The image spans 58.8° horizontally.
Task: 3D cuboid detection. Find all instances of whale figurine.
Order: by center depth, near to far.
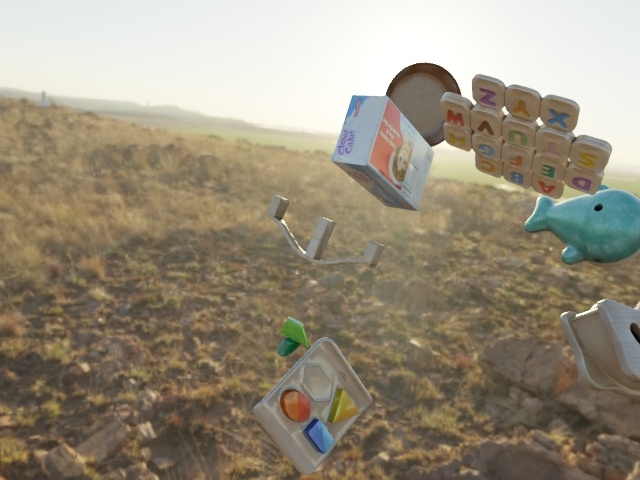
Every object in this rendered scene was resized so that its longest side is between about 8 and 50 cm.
[{"bbox_3d":[0.598,-0.049,1.296,0.272,0.216,0.141,21,-14,45],"label":"whale figurine"}]

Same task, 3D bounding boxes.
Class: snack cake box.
[{"bbox_3d":[0.142,-0.181,1.221,0.089,0.152,0.264,12,-11,36],"label":"snack cake box"}]

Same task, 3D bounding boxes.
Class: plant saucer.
[{"bbox_3d":[0.237,-0.317,1.339,0.198,0.199,0.036,3,11,-14],"label":"plant saucer"}]

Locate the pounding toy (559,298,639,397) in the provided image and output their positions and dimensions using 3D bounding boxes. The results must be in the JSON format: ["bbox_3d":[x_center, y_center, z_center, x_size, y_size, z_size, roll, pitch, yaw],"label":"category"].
[{"bbox_3d":[0.473,0.124,0.746,0.269,0.154,0.155,15,-28,-19],"label":"pounding toy"}]

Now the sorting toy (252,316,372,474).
[{"bbox_3d":[-0.008,0.086,0.326,0.062,0.083,0.012,-41,21,-24],"label":"sorting toy"}]

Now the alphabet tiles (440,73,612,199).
[{"bbox_3d":[0.336,-0.164,0.963,0.284,0.021,0.278,25,-15,25],"label":"alphabet tiles"}]

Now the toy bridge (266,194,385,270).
[{"bbox_3d":[0.000,0.000,0.787,0.188,0.063,0.026,27,7,28],"label":"toy bridge"}]
